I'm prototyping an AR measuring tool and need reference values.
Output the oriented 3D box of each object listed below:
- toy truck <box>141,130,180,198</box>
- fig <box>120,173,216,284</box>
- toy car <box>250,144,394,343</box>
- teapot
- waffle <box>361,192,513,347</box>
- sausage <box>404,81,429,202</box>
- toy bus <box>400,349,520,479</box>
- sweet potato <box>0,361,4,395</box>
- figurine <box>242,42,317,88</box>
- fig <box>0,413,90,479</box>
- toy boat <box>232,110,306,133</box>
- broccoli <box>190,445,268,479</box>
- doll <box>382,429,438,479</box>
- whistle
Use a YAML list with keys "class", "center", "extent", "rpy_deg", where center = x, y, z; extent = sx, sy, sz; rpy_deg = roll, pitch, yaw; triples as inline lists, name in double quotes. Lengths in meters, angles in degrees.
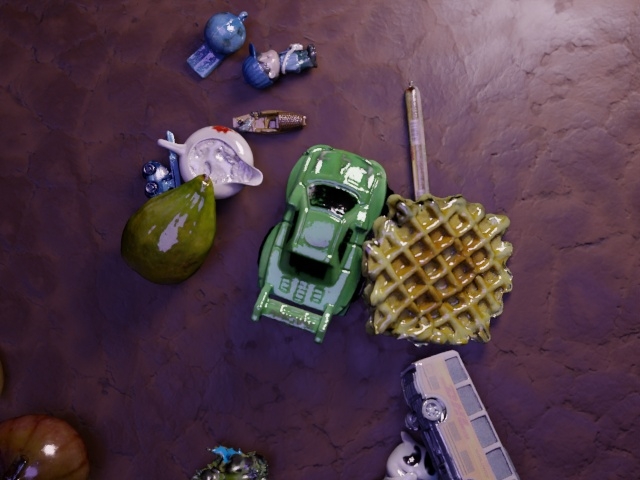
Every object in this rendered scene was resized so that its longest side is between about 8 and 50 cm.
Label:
- class: "toy truck"
  center: [-0.327, -0.150, 1.666]
  extent: [0.074, 0.063, 0.136]
  rpy_deg: [-9, 87, -13]
- class: "fig"
  center: [-0.280, -0.021, 1.611]
  extent: [0.167, 0.167, 0.233]
  rpy_deg: [43, 86, 5]
- class: "toy car"
  center: [0.000, 0.000, 1.565]
  extent: [0.213, 0.176, 0.358]
  rpy_deg: [20, 92, 6]
- class: "teapot"
  center: [-0.216, -0.157, 1.631]
  extent: [0.226, 0.092, 0.145]
  rpy_deg: [17, 89, 4]
- class: "waffle"
  center: [0.221, 0.057, 1.556]
  extent: [0.317, 0.073, 0.297]
  rpy_deg: [7, 94, -20]
- class: "sausage"
  center: [0.191, -0.178, 1.612]
  extent: [0.033, 0.033, 0.269]
  rpy_deg: [-6, 89, 7]
- class: "toy bus"
  center: [0.259, 0.380, 1.521]
  extent: [0.138, 0.097, 0.342]
  rpy_deg: [-16, 70, -24]
- class: "sweet potato"
  center: [-0.720, 0.234, 1.716]
  extent: [0.069, 0.059, 0.249]
  rpy_deg: [-41, 81, 18]
- class: "figurine"
  center: [-0.082, -0.352, 1.633]
  extent: [0.149, 0.086, 0.087]
  rpy_deg: [-9, 129, -4]
- class: "fig"
  center: [-0.580, 0.461, 1.629]
  extent: [0.235, 0.214, 0.235]
  rpy_deg: [7, 115, 15]
- class: "toy boat"
  center: [-0.101, -0.238, 1.641]
  extent: [0.149, 0.049, 0.047]
  rpy_deg: [0, 90, 7]
- class: "broccoli"
  center: [-0.190, 0.469, 1.599]
  extent: [0.167, 0.160, 0.154]
  rpy_deg: [10, 64, 17]
- class: "doll"
  center: [0.161, 0.474, 1.577]
  extent: [0.110, 0.107, 0.180]
  rpy_deg: [26, 94, -4]
- class: "whistle"
  center: [-0.204, -0.399, 1.637]
  extent: [0.158, 0.090, 0.090]
  rpy_deg: [-43, 85, 5]
